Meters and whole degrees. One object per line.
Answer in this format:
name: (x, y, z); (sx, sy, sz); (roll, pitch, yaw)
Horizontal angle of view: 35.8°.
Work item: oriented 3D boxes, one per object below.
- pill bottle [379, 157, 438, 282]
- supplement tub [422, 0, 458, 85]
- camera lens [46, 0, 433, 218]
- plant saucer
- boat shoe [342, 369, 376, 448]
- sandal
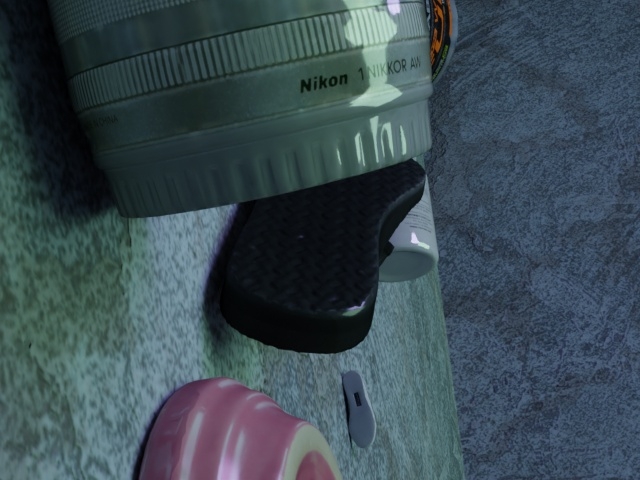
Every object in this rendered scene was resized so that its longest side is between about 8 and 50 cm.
pill bottle: (0.109, -0.060, 1.567); (0.131, 0.131, 0.229); (60, 22, -60)
supplement tub: (0.024, -0.229, 1.049); (0.338, 0.207, 0.207); (-35, 114, -71)
camera lens: (-0.056, -0.169, 0.591); (0.219, 0.219, 0.274); (-49, 128, -76)
plant saucer: (-0.030, 0.256, 0.683); (0.332, 0.084, 0.332); (-11, 90, -78)
boat shoe: (0.051, 0.217, 1.269); (0.035, 0.035, 0.100); (42, 32, -68)
sandal: (-0.003, 0.000, 0.975); (0.446, 0.168, 0.107); (-60, 164, -63)
